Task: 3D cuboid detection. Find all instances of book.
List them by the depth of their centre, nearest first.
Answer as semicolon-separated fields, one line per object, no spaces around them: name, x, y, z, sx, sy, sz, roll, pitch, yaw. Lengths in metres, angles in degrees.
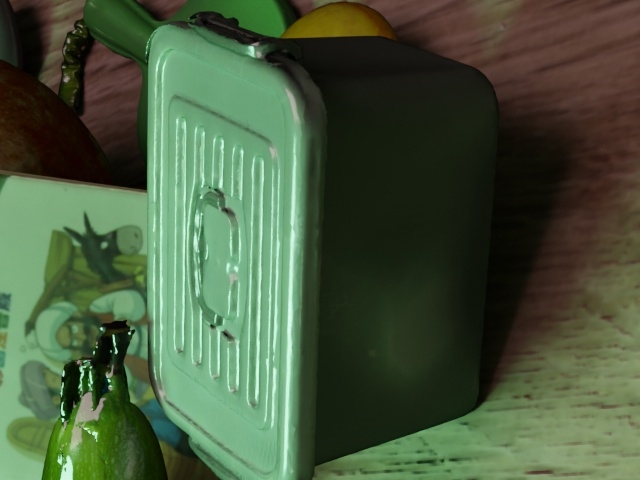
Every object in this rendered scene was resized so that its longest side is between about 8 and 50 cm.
book;-0.179;0.059;1.096;0.027;0.264;0.202;-40;-42;-80

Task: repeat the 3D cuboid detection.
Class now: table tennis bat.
table tennis bat;-0.095;-0.121;1.236;0.257;0.039;0.160;38;105;45

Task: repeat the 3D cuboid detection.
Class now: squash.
squash;-0.127;0.201;1.033;0.087;0.087;0.331;26;120;52

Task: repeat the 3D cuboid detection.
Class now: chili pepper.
chili pepper;-0.192;-0.136;1.371;0.027;0.022;0.083;125;154;-77

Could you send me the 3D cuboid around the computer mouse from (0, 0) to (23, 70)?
computer mouse;-0.323;-0.120;1.487;0.232;0.057;0.120;-37;60;30

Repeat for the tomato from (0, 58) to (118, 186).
tomato;-0.265;-0.003;1.228;0.270;0.270;0.222;-63;-2;10

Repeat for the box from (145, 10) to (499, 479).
box;0.000;0.000;0.936;0.163;0.135;0.243;27;121;53

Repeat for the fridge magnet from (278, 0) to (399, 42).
fridge magnet;0.005;-0.075;1.071;0.143;0.063;0.143;-22;60;45
